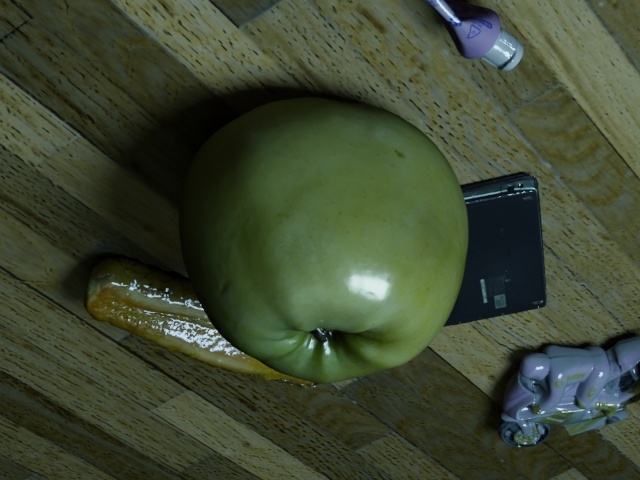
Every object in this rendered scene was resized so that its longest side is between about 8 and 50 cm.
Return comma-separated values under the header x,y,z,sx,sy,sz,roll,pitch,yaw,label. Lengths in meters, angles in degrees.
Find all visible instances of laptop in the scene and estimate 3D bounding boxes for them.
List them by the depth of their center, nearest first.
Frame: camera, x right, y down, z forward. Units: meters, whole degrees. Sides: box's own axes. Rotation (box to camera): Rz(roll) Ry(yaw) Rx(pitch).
x,y,z,sx,sy,sz,roll,pitch,yaw,label
0.160,0.019,1.376,0.153,0.026,0.207,-12,139,3,laptop

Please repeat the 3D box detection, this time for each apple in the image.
x,y,z,sx,sy,sz,roll,pitch,yaw,label
0.000,0.000,1.180,0.262,0.262,0.262,-5,138,-4,apple

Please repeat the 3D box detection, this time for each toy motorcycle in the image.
x,y,z,sx,sy,sz,roll,pitch,yaw,label
0.296,0.171,1.535,0.225,0.073,0.152,-25,132,18,toy motorcycle

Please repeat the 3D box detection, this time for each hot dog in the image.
x,y,z,sx,sy,sz,roll,pitch,yaw,label
-0.115,0.086,1.377,0.289,0.068,0.083,22,107,-24,hot dog

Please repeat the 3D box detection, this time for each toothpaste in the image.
x,y,z,sx,sy,sz,roll,pitch,yaw,label
0.053,-0.224,1.060,0.301,0.048,0.075,30,168,-28,toothpaste
